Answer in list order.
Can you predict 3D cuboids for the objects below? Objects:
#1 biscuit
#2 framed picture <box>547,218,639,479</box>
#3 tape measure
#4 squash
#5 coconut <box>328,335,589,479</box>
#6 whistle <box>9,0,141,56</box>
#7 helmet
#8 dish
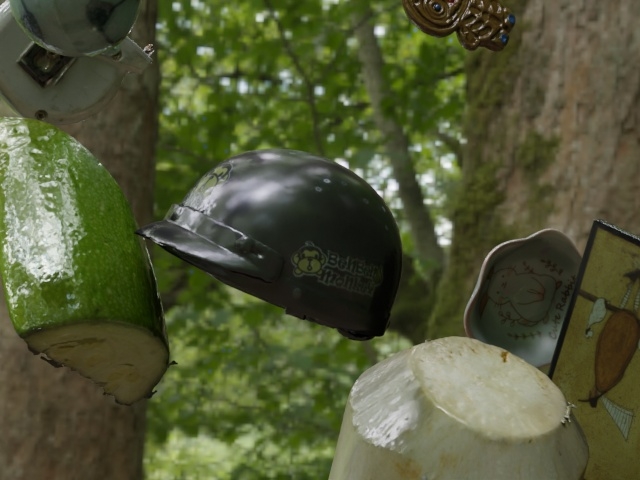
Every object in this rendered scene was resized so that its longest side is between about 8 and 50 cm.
[{"bbox_3d":[0.197,-0.337,1.413,0.175,0.124,0.026,24,-20,-6],"label":"biscuit"},{"bbox_3d":[0.389,0.174,1.190,0.014,0.339,0.255,-12,32,-40],"label":"framed picture"},{"bbox_3d":[-0.470,-0.335,1.779,0.258,0.265,0.130,42,-9,-26],"label":"tape measure"},{"bbox_3d":[-0.244,0.003,1.043,0.111,0.289,0.203,-30,-38,10],"label":"squash"},{"bbox_3d":[0.156,0.282,1.170,0.322,0.323,0.323,3,-5,0],"label":"coconut"},{"bbox_3d":[-0.291,-0.305,1.112,0.163,0.164,0.290,2,-26,16],"label":"whistle"},{"bbox_3d":[-0.032,-0.013,0.999,0.278,0.160,0.230,27,-1,-32],"label":"helmet"},{"bbox_3d":[0.302,0.087,1.490,0.229,0.230,0.081,5,10,-23],"label":"dish"}]
